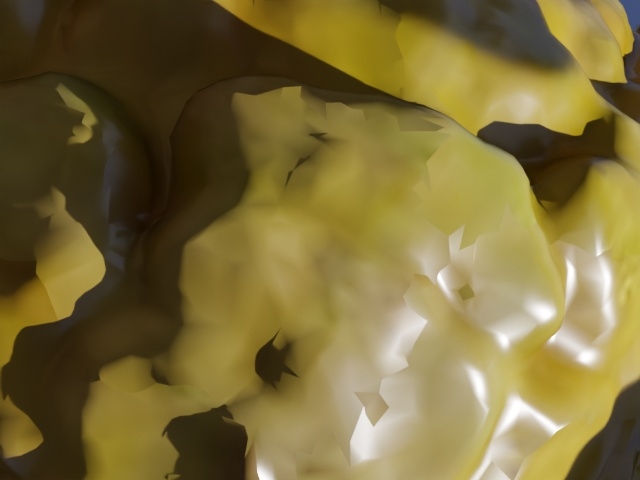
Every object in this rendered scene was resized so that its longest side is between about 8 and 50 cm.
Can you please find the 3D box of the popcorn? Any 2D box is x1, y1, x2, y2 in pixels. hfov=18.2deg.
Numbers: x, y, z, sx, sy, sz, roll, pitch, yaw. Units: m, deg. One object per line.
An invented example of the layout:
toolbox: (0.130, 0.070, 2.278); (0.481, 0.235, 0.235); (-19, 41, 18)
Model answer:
popcorn: (-0.027, 0.032, 0.739); (0.354, 0.390, 0.344); (-135, -129, -73)

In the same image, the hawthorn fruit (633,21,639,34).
hawthorn fruit: (0.303, -0.083, 1.161); (0.224, 0.261, 0.224); (6, -81, 42)
